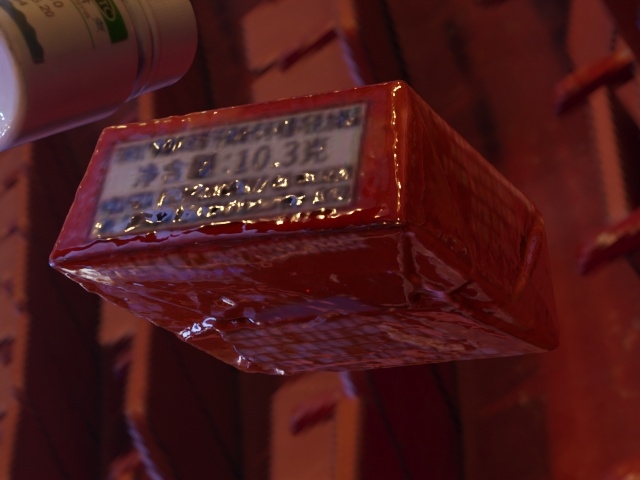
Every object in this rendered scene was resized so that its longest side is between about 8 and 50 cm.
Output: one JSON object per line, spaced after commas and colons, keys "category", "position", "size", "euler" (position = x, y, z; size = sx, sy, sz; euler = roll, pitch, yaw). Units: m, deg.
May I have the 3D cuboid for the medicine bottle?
{"category": "medicine bottle", "position": [-0.223, -0.165, 1.587], "size": [0.139, 0.139, 0.237], "euler": [-15, 7, 41]}

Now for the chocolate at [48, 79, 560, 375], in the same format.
{"category": "chocolate", "position": [0.000, 0.000, 1.114], "size": [0.237, 0.235, 0.108], "euler": [-6, 69, 29]}
